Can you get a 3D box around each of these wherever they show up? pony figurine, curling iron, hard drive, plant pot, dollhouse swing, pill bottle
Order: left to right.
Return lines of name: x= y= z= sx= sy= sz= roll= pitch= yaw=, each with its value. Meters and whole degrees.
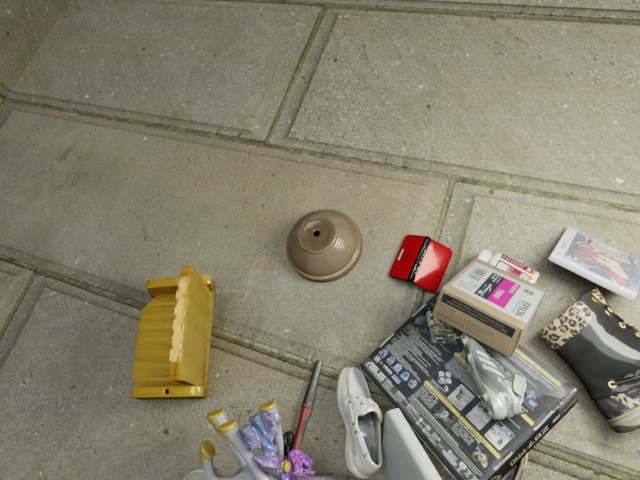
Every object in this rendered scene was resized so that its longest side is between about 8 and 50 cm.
dollhouse swing: x=-0.451 y=0.256 z=1.280 sx=0.316 sy=0.305 sz=0.346 roll=-5 pitch=68 yaw=12
pony figurine: x=-0.118 y=0.577 z=1.078 sx=0.351 sy=0.303 sz=0.363 roll=-21 pitch=89 yaw=30
curling iron: x=-0.052 y=0.455 z=1.240 sx=0.068 sy=0.035 sz=0.273 roll=17 pitch=73 yaw=20
plant pot: x=0.000 y=0.000 z=1.376 sx=0.238 sy=0.109 sz=0.237 roll=-6 pitch=67 yaw=14
hard drive: x=0.215 y=0.546 z=0.974 sx=0.040 sy=0.202 sz=0.307 roll=-9 pitch=29 yaw=-16
pill bottle: x=0.493 y=0.086 z=1.223 sx=0.152 sy=0.086 sz=0.086 roll=33 pitch=79 yaw=24

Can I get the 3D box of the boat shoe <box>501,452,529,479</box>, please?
boat shoe: x=0.431 y=0.477 z=1.070 sx=0.117 sy=0.096 sz=0.324 roll=17 pitch=73 yaw=21

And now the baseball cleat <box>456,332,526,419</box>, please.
baseball cleat: x=0.380 y=0.289 z=1.005 sx=0.110 sy=0.072 sz=0.205 roll=-11 pitch=50 yaw=1

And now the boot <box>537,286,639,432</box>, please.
boot: x=0.744 y=0.227 z=1.077 sx=0.377 sy=0.138 sz=0.284 roll=-39 pitch=64 yaw=3

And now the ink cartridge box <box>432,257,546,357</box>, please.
ink cartridge box: x=0.409 y=0.148 z=1.098 sx=0.193 sy=0.235 sz=0.088 roll=26 pitch=120 yaw=28

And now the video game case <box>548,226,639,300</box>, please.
video game case: x=0.702 y=0.051 z=1.159 sx=0.201 sy=0.023 sz=0.183 roll=31 pitch=41 yaw=24

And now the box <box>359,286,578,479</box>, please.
box: x=0.331 y=0.338 z=1.095 sx=0.318 sy=0.097 sz=0.395 roll=-44 pitch=45 yaw=-4

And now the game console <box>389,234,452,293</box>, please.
game console: x=0.289 y=0.066 z=1.325 sx=0.124 sy=0.085 sz=0.143 roll=8 pitch=66 yaw=51

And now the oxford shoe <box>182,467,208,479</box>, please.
oxford shoe: x=-0.381 y=0.802 z=1.134 sx=0.169 sy=0.130 sz=0.448 roll=20 pitch=73 yaw=23

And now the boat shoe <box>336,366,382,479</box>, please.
boat shoe: x=0.110 y=0.434 z=1.136 sx=0.096 sy=0.098 sz=0.276 roll=-49 pitch=35 yaw=37
